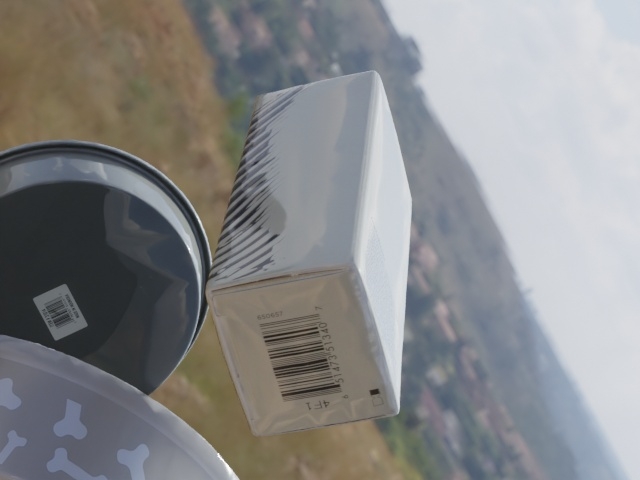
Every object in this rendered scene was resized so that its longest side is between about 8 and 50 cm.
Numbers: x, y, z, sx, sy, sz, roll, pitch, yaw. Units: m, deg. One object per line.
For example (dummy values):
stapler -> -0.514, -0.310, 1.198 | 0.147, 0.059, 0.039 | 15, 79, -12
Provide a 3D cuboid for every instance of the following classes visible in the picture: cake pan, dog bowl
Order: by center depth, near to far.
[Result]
dog bowl -> -0.228, 0.215, 1.332 | 0.349, 0.348, 0.102 | 57, 41, -37
cake pan -> -0.241, 0.052, 1.616 | 0.293, 0.293, 0.054 | 59, 1, -27

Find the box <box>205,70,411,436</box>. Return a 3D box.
box -> 0.000, 0.000, 1.109 | 0.275, 0.094, 0.113 | -81, 158, -62
